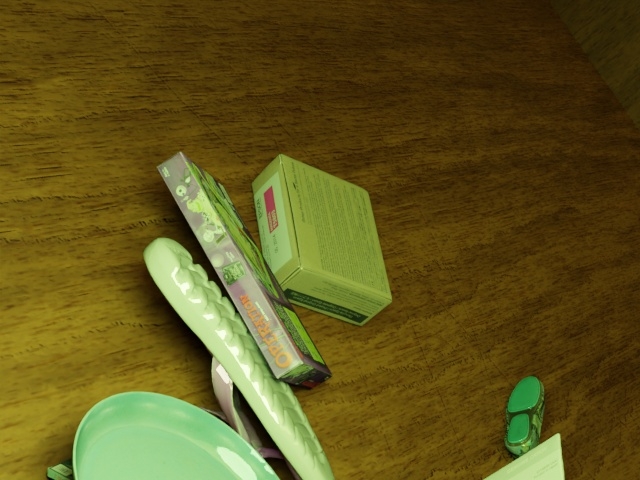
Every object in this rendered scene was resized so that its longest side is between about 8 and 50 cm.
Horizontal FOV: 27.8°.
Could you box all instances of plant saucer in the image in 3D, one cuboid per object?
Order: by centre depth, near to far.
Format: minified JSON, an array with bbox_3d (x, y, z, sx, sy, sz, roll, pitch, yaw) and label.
[{"bbox_3d":[-0.152,0.308,1.469,0.317,0.044,0.318,33,25,-18],"label":"plant saucer"}]

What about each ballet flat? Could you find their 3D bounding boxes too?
[{"bbox_3d":[0.348,0.308,2.185,0.070,0.070,0.188,43,36,-10],"label":"ballet flat"}]

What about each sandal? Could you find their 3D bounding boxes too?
[{"bbox_3d":[-0.120,0.184,1.719,0.416,0.102,0.169,56,7,-1],"label":"sandal"}]

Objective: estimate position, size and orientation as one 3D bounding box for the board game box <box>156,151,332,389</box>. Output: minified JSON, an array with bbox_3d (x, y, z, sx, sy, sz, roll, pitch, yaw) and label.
[{"bbox_3d":[-0.105,0.048,1.840,0.347,0.056,0.208,59,1,16],"label":"board game box"}]

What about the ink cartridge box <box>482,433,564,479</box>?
[{"bbox_3d":[0.237,0.433,1.704,0.066,0.296,0.261,35,36,-22],"label":"ink cartridge box"}]

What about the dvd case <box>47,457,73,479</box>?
[{"bbox_3d":[-0.248,0.270,1.517,0.087,0.013,0.119,19,17,28],"label":"dvd case"}]

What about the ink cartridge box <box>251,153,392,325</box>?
[{"bbox_3d":[0.000,0.000,2.054,0.193,0.088,0.235,21,43,-34],"label":"ink cartridge box"}]
